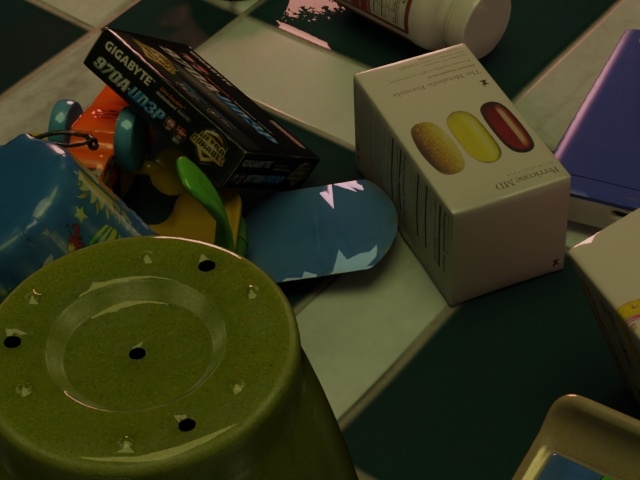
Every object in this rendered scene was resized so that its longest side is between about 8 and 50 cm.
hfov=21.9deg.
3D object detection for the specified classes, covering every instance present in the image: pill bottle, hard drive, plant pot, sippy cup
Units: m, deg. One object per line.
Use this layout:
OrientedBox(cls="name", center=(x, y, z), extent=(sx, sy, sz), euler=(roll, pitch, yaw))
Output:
OrientedBox(cls="pill bottle", center=(0.117, -0.301, 1.985), extent=(0.216, 0.121, 0.121), euler=(32, 54, 31))
OrientedBox(cls="hard drive", center=(0.386, -0.117, 1.819), extent=(0.210, 0.040, 0.318), euler=(15, 44, 21))
OrientedBox(cls="plant pot", center=(-0.123, 0.197, 1.311), extent=(0.367, 0.353, 0.366), euler=(-1, 44, 1))
OrientedBox(cls="sippy cup", center=(-0.251, 0.032, 1.536), extent=(0.240, 0.224, 0.305), euler=(18, 61, 43))

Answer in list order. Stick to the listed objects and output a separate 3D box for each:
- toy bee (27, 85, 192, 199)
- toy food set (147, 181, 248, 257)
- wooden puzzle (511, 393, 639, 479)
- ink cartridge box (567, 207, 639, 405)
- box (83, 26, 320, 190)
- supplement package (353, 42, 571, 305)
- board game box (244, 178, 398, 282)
OrientedBox(cls="toy bee", center=(-0.252, -0.070, 1.770), extent=(0.195, 0.162, 0.298), euler=(15, 21, 29))
OrientedBox(cls="toy food set", center=(-0.129, 0.035, 1.696), extent=(0.128, 0.071, 0.218), euler=(-17, 38, 21))
OrientedBox(cls="wooden puzzle", center=(0.229, 0.313, 1.241), extent=(0.322, 0.080, 0.347), euler=(22, 76, 33))
OrientedBox(cls="ink cartridge box", center=(0.380, 0.095, 1.437), extent=(0.197, 0.198, 0.270), euler=(-30, 36, 0))
OrientedBox(cls="box", center=(-0.126, -0.138, 1.775), extent=(0.220, 0.051, 0.175), euler=(42, 17, 20))
OrientedBox(cls="supplement package", center=(0.145, -0.073, 1.734), extent=(0.139, 0.133, 0.244), euler=(-18, 46, -15))
OrientedBox(cls="board game box", center=(0.000, 0.000, 1.742), extent=(0.169, 0.033, 0.133), euler=(-9, 45, 4))
